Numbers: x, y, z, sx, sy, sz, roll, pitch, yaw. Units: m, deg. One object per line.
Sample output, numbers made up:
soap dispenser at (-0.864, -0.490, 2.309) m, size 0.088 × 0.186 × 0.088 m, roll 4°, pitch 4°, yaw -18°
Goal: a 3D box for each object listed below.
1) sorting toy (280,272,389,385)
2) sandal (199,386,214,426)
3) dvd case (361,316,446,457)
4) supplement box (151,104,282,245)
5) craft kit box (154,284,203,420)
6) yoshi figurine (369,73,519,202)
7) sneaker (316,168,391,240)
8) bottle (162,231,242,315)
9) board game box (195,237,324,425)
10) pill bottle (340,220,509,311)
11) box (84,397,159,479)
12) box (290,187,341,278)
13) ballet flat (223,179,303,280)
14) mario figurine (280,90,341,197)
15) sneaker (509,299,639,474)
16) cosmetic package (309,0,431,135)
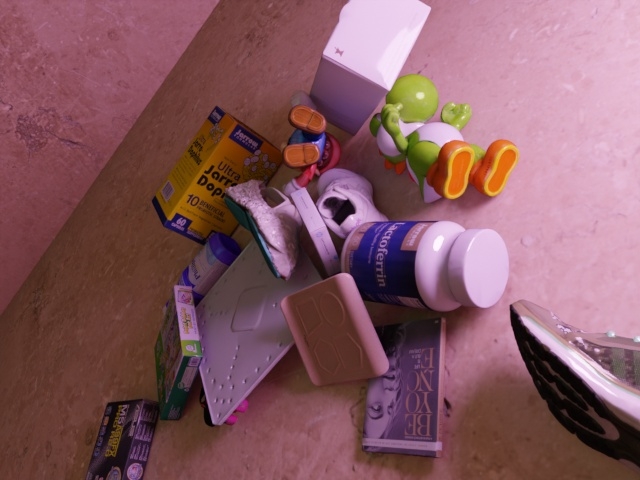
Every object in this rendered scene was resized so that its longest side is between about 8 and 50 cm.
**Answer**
sorting toy at (0.024, 0.172, 1.026) m, size 0.208 × 0.038 × 0.193 m, roll -27°, pitch 84°, yaw 47°
sandal at (-0.271, 0.366, 1.319) m, size 0.067 × 0.040 × 0.179 m, roll -36°, pitch 43°, yaw 25°
dvd case at (0.141, 0.248, 0.926) m, size 0.164 × 0.018 × 0.221 m, roll -19°, pitch 56°, yaw 47°
supplement box at (-0.304, -0.180, 1.597) m, size 0.356 × 0.194 × 0.195 m, roll -54°, pitch 37°, yaw 7°
craft kit box at (-0.374, 0.289, 1.410) m, size 0.250 × 0.061 × 0.246 m, roll -65°, pitch 28°, yaw 30°
yoshi figurine at (0.212, -0.224, 1.060) m, size 0.203 × 0.203 × 0.362 m, roll -40°, pitch 36°, yaw -1°
sneaker at (0.050, -0.090, 1.168) m, size 0.114 × 0.152 × 0.305 m, roll -50°, pitch 36°, yaw 13°
bottle at (-0.336, 0.111, 1.522) m, size 0.283 × 0.092 × 0.118 m, roll -48°, pitch 40°, yaw 15°
board game box at (-0.152, 0.170, 1.285) m, size 0.390 × 0.050 × 0.390 m, roll -49°, pitch 36°, yaw 10°
pill bottle at (0.174, 0.041, 0.938) m, size 0.265 × 0.153 × 0.153 m, roll 1°, pitch 67°, yaw 49°
box at (-0.545, 0.576, 1.476) m, size 0.216 × 0.060 × 0.270 m, roll -19°, pitch 53°, yaw 41°
box at (0.000, 0.000, 1.141) m, size 0.038 × 0.186 × 0.145 m, roll -26°, pitch 41°, yaw -1°
ballet flat at (-0.121, -0.056, 1.280) m, size 0.147 × 0.147 × 0.409 m, roll -54°, pitch 35°, yaw 8°
mario figurine at (-0.055, -0.218, 1.276) m, size 0.198 × 0.170 × 0.320 m, roll -44°, pitch -2°, yaw 2°
sneaker at (0.402, 0.175, 0.643) m, size 0.182 × 0.158 × 0.410 m, roll -30°, pitch 34°, yaw -13°
cosmetic package at (0.083, -0.385, 1.189) m, size 0.197 × 0.155 × 0.365 m, roll -63°, pitch 6°, yaw -4°
